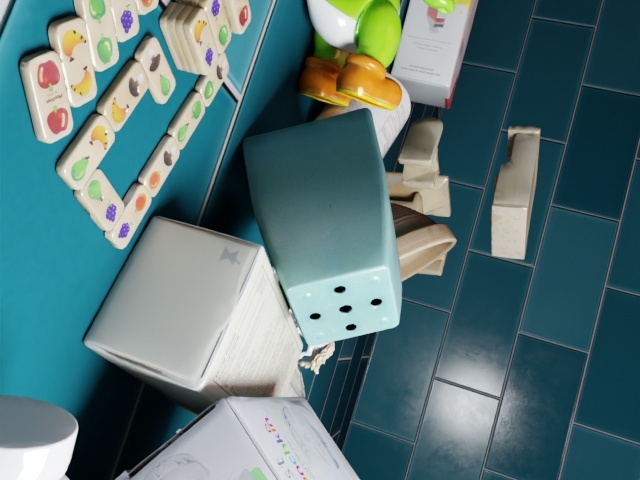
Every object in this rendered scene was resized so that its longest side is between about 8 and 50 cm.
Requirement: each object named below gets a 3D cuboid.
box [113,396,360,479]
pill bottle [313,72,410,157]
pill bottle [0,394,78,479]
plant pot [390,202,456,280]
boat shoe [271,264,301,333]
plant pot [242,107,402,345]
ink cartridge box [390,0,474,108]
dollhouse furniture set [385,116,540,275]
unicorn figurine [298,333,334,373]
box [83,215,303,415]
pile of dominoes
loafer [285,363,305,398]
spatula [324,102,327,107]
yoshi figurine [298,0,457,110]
[{"bbox_3d":[-0.115,0.275,0.538,0.262,0.127,0.231,-40,160,0],"label":"box"},{"bbox_3d":[0.050,-0.172,0.936,0.229,0.131,0.131,-57,159,-31],"label":"pill bottle"},{"bbox_3d":[-0.216,0.203,0.349,0.108,0.108,0.194,8,97,-76],"label":"pill bottle"},{"bbox_3d":[0.078,0.013,0.861,0.110,0.237,0.237,62,6,14],"label":"plant pot"},{"bbox_3d":[0.000,0.000,0.960,0.119,0.121,0.335,64,44,-70],"label":"boat shoe"},{"bbox_3d":[0.012,-0.007,0.663,0.166,0.165,0.234,73,5,-45],"label":"plant pot"},{"bbox_3d":[0.326,-0.588,1.527,0.279,0.160,0.385,-3,108,-76],"label":"ink cartridge box"},{"bbox_3d":[0.283,-0.126,1.294,0.362,0.393,0.257,73,33,-45],"label":"dollhouse furniture set"},{"bbox_3d":[-0.035,0.166,1.071,0.111,0.162,0.060,-48,173,5],"label":"unicorn figurine"},{"bbox_3d":[-0.115,0.117,0.632,0.311,0.121,0.148,80,30,-61],"label":"box"},{"bbox_3d":[-0.130,-0.138,0.465,0.196,0.040,0.251,81,28,-60],"label":"pile of dominoes"},{"bbox_3d":[-0.073,0.218,0.935,0.112,0.112,0.319,-60,162,-20],"label":"loafer"},{"bbox_3d":[0.064,-0.264,1.117,0.296,0.030,0.084,-42,143,-65],"label":"spatula"},{"bbox_3d":[0.091,-0.375,0.814,0.203,0.203,0.363,-91,-168,-82],"label":"yoshi figurine"}]
